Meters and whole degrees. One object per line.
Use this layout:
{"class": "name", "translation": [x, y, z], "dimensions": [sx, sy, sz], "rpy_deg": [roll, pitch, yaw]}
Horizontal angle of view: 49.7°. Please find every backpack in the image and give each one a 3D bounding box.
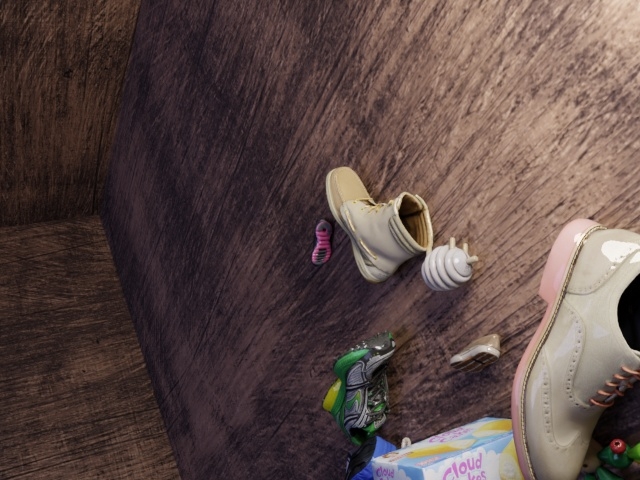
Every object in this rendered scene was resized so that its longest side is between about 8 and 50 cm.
{"class": "backpack", "translation": [0.122, 0.493, 1.523], "dimensions": [0.120, 0.101, 0.098], "rpy_deg": [-58, 9, 34]}

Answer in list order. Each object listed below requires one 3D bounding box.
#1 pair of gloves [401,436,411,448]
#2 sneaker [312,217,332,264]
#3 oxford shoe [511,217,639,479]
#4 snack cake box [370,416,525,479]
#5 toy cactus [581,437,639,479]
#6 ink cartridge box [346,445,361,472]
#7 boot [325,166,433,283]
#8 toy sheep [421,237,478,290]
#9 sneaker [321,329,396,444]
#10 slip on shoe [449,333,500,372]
{"class": "pair of gloves", "translation": [0.149, 0.533, 1.390], "dimensions": [0.204, 0.042, 0.240], "rpy_deg": [75, -153, -57]}
{"class": "sneaker", "translation": [0.000, 0.000, 1.664], "dimensions": [0.057, 0.047, 0.119], "rpy_deg": [-122, 37, -58]}
{"class": "oxford shoe", "translation": [0.368, 0.175, 0.945], "dimensions": [0.147, 0.141, 0.396], "rpy_deg": [19, 106, 51]}
{"class": "snack cake box", "translation": [0.236, 0.372, 1.142], "dimensions": [0.152, 0.265, 0.089], "rpy_deg": [-18, 83, 60]}
{"class": "toy cactus", "translation": [0.412, 0.353, 1.019], "dimensions": [0.180, 0.112, 0.218], "rpy_deg": [-122, 25, -50]}
{"class": "ink cartridge box", "translation": [0.134, 0.581, 1.604], "dimensions": [0.207, 0.046, 0.097], "rpy_deg": [36, 130, 50]}
{"class": "boot", "translation": [0.115, -0.063, 1.384], "dimensions": [0.203, 0.095, 0.261], "rpy_deg": [-42, 65, 57]}
{"class": "toy sheep", "translation": [0.229, 0.047, 1.238], "dimensions": [0.132, 0.091, 0.091], "rpy_deg": [-31, 72, 53]}
{"class": "sneaker", "translation": [0.110, 0.322, 1.509], "dimensions": [0.146, 0.134, 0.343], "rpy_deg": [51, 149, 30]}
{"class": "slip on shoe", "translation": [0.279, 0.203, 1.245], "dimensions": [0.135, 0.052, 0.041], "rpy_deg": [124, 169, -61]}
